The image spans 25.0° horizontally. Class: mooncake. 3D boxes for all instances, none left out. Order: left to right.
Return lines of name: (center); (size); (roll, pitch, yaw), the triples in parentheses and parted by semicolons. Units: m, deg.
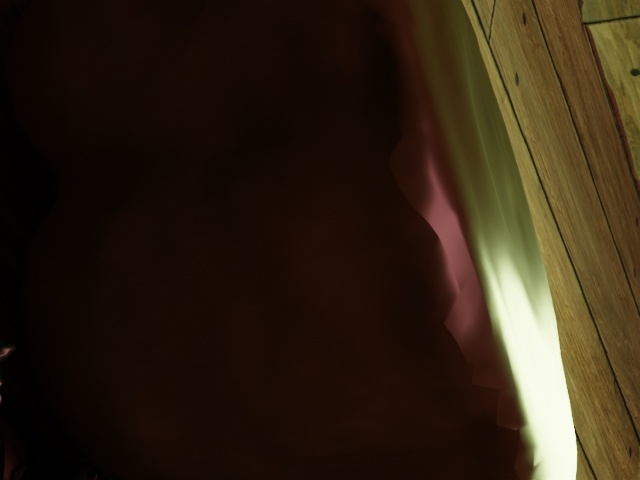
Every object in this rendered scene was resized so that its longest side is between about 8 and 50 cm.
mooncake: (0.000, 0.000, 0.936); (0.467, 0.262, 0.467); (-15, 90, -75)

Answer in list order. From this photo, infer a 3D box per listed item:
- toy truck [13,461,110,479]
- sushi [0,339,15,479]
toy truck: (-0.154, 0.179, 0.826); (0.123, 0.052, 0.063); (-72, 153, -48)
sushi: (-0.209, 0.120, 0.613); (0.124, 0.127, 0.225); (43, 47, -58)
